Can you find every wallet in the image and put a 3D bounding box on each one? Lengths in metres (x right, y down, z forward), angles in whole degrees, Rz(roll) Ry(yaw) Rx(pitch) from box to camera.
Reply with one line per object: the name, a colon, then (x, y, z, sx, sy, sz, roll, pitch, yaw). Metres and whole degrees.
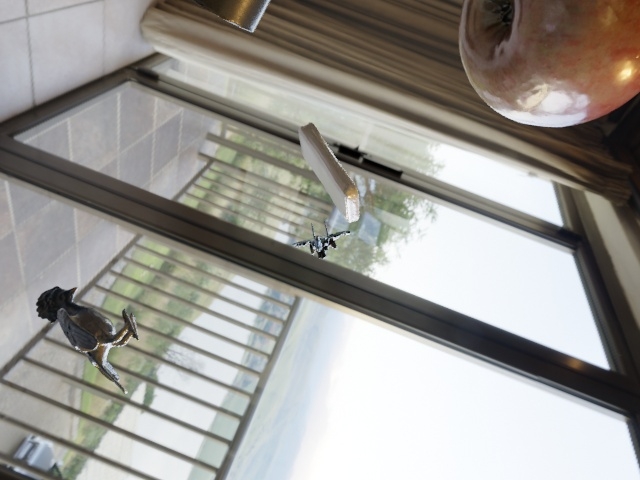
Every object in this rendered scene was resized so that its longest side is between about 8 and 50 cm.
wallet: (0.012, -0.121, 0.802, 0.033, 0.190, 0.095, -24, 152, -10)

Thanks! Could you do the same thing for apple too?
apple: (0.354, -0.347, 0.709, 0.269, 0.345, 0.345, -9, 133, -37)

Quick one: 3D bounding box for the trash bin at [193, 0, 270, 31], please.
trash bin: (-0.125, -0.588, 0.870, 0.334, 0.214, 0.214, -59, -178, 23)

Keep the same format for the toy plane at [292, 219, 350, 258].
toy plane: (0.002, 0.008, 1.266, 0.246, 0.169, 0.078, -90, 167, -74)

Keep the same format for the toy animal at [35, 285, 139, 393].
toy animal: (-0.455, 0.193, 0.928, 0.239, 0.176, 0.256, 100, -28, -61)
